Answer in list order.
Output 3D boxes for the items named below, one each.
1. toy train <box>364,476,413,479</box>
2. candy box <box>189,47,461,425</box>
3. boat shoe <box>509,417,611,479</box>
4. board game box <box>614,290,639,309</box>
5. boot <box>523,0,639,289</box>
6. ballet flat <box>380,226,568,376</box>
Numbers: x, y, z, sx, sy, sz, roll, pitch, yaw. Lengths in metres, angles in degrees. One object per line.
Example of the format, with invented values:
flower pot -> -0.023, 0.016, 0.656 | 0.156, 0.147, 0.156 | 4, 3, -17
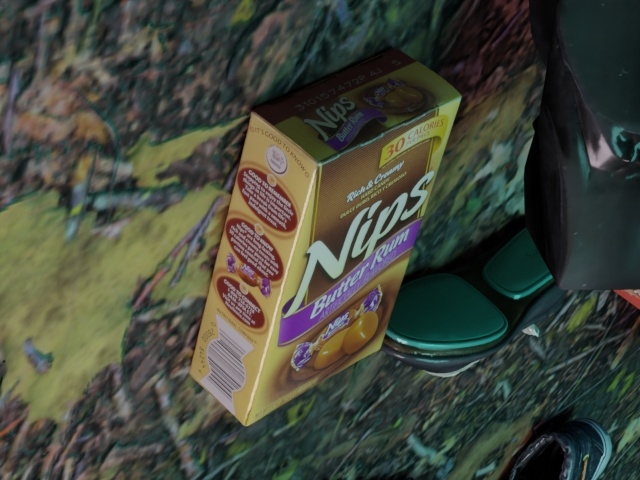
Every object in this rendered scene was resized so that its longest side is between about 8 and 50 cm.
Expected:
toy train -> 0.036, 0.190, 1.284 | 0.036, 0.027, 0.158 | -55, 155, 13
candy box -> 0.000, 0.000, 0.944 | 0.109, 0.053, 0.186 | -28, 145, -39
boat shoe -> 0.179, 0.234, 1.545 | 0.083, 0.065, 0.183 | -3, 120, -56
board game box -> 0.371, -0.039, 1.281 | 0.316, 0.242, 0.064 | -45, 153, -14
boot -> 0.334, -0.155, 0.955 | 0.146, 0.445, 0.367 | -16, 107, -84
ballet flat -> 0.098, 0.050, 1.154 | 0.203, 0.074, 0.074 | -27, 146, -44
